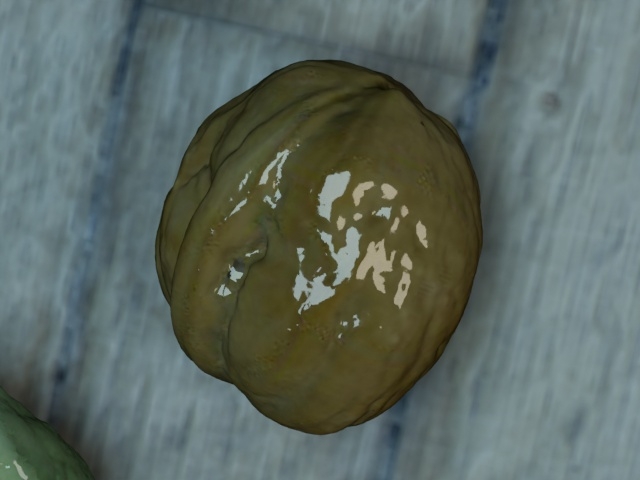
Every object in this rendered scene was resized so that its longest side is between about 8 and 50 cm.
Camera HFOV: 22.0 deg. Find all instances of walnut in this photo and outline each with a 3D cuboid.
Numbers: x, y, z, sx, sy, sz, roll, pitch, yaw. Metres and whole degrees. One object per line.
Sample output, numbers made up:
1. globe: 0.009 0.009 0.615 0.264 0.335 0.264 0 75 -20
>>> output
1. walnut: 0.000 0.000 0.739 0.166 0.149 0.166 2 92 47

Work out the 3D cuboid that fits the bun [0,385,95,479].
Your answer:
1. bun: -0.212 0.147 0.804 0.204 0.126 0.212 14 104 -14
